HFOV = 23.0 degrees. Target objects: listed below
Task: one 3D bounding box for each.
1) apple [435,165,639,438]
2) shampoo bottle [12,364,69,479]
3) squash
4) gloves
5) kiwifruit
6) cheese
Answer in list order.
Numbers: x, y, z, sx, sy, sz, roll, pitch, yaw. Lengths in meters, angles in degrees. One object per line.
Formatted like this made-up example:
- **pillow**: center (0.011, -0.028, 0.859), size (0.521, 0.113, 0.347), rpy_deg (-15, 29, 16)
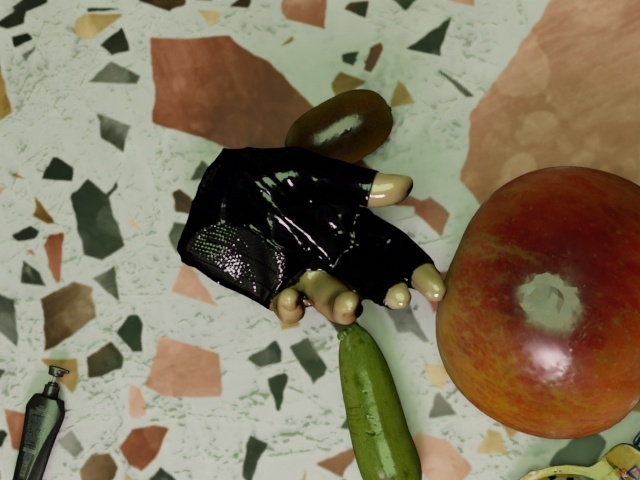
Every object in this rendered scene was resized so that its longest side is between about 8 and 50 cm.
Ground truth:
- **apple**: center (0.252, 0.061, 1.606), size (0.251, 0.163, 0.293), rpy_deg (26, 90, 13)
- **shampoo bottle**: center (-0.311, 0.207, 1.750), size (0.048, 0.027, 0.137), rpy_deg (13, 86, 19)
- **squash**: center (0.058, 0.185, 1.672), size (0.066, 0.066, 0.201), rpy_deg (-18, 81, 7)
- **gloves**: center (0.000, -0.002, 1.653), size (0.301, 0.152, 0.197), rpy_deg (29, 105, 36)
- **kiwifruit**: center (0.021, -0.118, 1.710), size (0.124, 0.075, 0.075), rpy_deg (-25, 80, 2)
- **cheese**: center (0.284, 0.283, 1.624), size (0.250, 0.064, 0.156), rpy_deg (-43, 80, 5)
